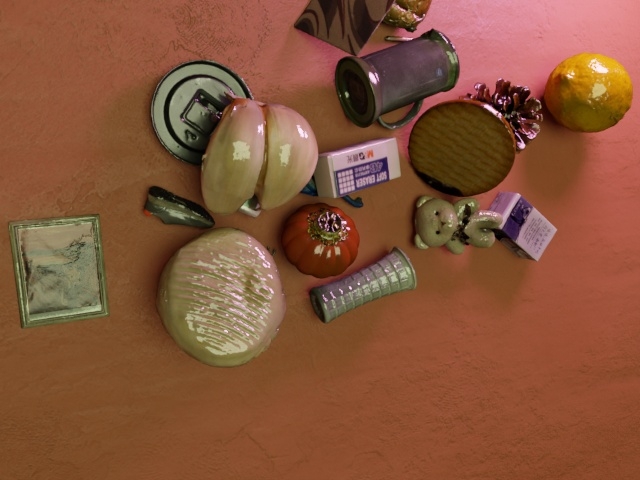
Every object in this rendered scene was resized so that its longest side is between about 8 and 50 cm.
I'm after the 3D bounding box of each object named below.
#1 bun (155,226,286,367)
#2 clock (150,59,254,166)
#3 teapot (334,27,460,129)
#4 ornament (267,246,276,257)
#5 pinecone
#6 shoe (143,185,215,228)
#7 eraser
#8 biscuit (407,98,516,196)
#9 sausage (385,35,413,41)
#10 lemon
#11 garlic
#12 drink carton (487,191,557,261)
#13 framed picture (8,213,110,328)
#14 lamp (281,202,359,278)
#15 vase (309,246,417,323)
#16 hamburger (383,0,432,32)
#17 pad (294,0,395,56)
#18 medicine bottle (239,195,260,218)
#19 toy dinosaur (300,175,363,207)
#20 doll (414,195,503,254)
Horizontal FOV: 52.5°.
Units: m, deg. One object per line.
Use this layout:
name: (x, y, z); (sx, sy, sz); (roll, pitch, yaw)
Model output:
bun: (-0.263, 0.149, 1.670); (0.326, 0.234, 0.362); (-1, 72, -29)
clock: (-0.308, -0.330, 1.707); (0.280, 0.055, 0.281); (-4, 99, -24)
teapot: (0.234, -0.449, 1.869); (0.337, 0.200, 0.270); (-25, 133, -21)
ornament: (-0.181, 0.070, 1.831); (0.073, 0.028, 0.125); (25, 85, -24)
pinecone: (0.554, -0.366, 1.978); (0.264, 0.264, 0.264); (-3, 98, -23)
shoe: (-0.375, -0.070, 1.712); (0.194, 0.074, 0.077); (26, 108, -26)
eraser: (0.108, -0.211, 1.851); (0.279, 0.081, 0.124); (-21, 107, -38)
biscuit: (0.417, -0.271, 1.926); (0.318, 0.318, 0.040); (54, 35, -20)
sausage: (0.236, -0.600, 1.931); (0.100, 0.015, 0.015); (-4, 99, -24)
lemon: (0.871, -0.474, 2.104); (0.310, 0.253, 0.253); (12, 92, -31)
garlic: (-0.167, -0.213, 1.643); (0.286, 0.249, 0.313); (19, 77, -40)
drink carton: (0.657, -0.045, 2.145); (0.222, 0.102, 0.134); (37, 80, -23)
framed picture: (-0.653, 0.077, 1.631); (0.216, 0.016, 0.273); (-8, 100, -22)
lamp: (0.000, 0.000, 1.810); (0.223, 0.196, 0.223); (8, 57, -13)
vase: (0.122, 0.138, 1.917); (0.299, 0.143, 0.143); (-22, 105, -17)
hamburger: (0.242, -0.718, 1.859); (0.183, 0.130, 0.206); (21, 91, -22)
pad: (0.098, -0.677, 1.786); (0.220, 0.004, 0.330); (30, 82, 19)
medicine bottle: (-0.180, -0.181, 1.769); (0.115, 0.078, 0.219); (26, 87, -11)
toy dinosaur: (0.012, -0.129, 1.855); (0.247, 0.075, 0.188); (-37, 108, -39)
doll: (0.432, -0.045, 2.003); (0.278, 0.149, 0.175); (5, 87, -14)
